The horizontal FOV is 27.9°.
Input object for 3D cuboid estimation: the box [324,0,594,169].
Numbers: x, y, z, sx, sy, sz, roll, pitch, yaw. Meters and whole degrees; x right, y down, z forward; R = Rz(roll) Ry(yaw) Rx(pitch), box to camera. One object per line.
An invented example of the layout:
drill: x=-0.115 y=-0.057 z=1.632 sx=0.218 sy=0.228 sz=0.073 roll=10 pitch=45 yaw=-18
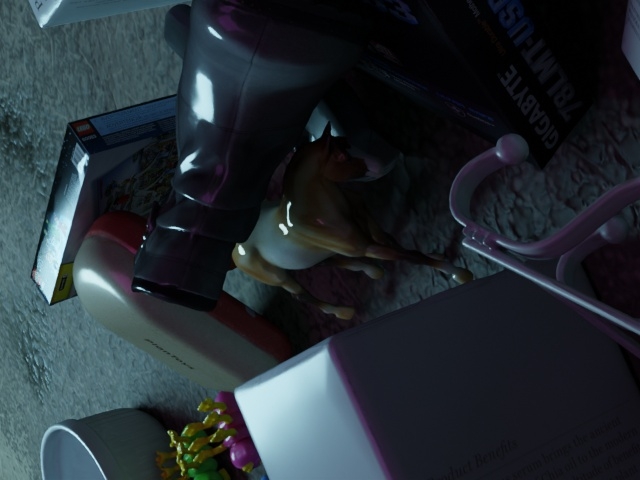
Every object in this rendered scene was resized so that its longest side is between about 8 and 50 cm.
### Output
box: x=0.011 y=-0.198 z=0.857 sx=0.295 sy=0.073 sz=0.293 roll=35 pitch=175 yaw=40

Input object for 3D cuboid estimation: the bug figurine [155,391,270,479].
bug figurine: x=-0.091 y=0.276 z=1.369 sx=0.216 sy=0.072 sz=0.279 roll=66 pitch=150 yaw=17

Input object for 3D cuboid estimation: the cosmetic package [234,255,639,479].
cosmetic package: x=0.146 y=0.259 z=0.902 sx=0.161 sy=0.230 sz=0.453 roll=-33 pitch=78 yaw=55

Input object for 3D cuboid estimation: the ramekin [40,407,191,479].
ramekin: x=-0.239 y=0.299 z=1.550 sx=0.207 sy=0.109 sz=0.207 roll=28 pitch=128 yaw=44

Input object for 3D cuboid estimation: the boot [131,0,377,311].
boot: x=-0.059 y=-0.053 z=0.870 sx=0.338 sy=0.118 sz=0.223 roll=165 pitch=126 yaw=-89

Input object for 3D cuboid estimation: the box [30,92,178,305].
box: x=-0.192 y=-0.042 z=1.278 sx=0.044 sy=0.159 sz=0.233 roll=52 pitch=141 yaw=22

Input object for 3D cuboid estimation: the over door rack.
over door rack: x=0.236 y=0.067 z=0.662 sx=0.108 sy=0.239 sz=0.324 roll=-52 pitch=38 yaw=8

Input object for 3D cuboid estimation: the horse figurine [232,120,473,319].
horse figurine: x=0.000 y=0.000 z=1.043 sx=0.263 sy=0.174 sz=0.066 roll=-18 pitch=50 yaw=57

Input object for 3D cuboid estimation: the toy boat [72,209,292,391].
toy boat: x=-0.119 y=0.039 z=1.242 sx=0.231 sy=0.151 sz=0.151 roll=37 pitch=157 yaw=-28

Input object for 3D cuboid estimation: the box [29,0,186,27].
box: x=-0.177 y=-0.300 z=1.117 sx=0.119 sy=0.181 sz=0.181 roll=-33 pitch=79 yaw=54

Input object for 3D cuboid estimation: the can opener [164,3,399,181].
can opener: x=-0.034 y=-0.138 z=1.094 sx=0.280 sy=0.074 sz=0.093 roll=42 pitch=138 yaw=38

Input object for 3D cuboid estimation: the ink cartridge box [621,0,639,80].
ink cartridge box: x=0.227 y=-0.186 z=0.598 sx=0.198 sy=0.114 sz=0.273 roll=-87 pitch=-2 yaw=-63
